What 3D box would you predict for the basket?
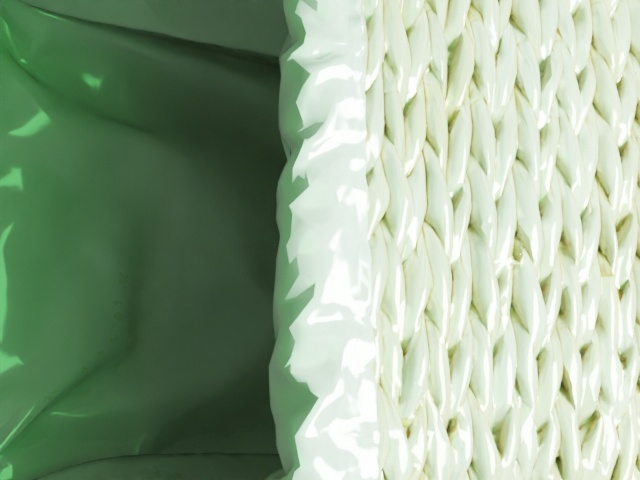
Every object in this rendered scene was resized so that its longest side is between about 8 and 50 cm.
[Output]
[{"bbox_3d":[0.000,0.000,0.861,0.266,0.328,0.331,7,79,-35],"label":"basket"}]
